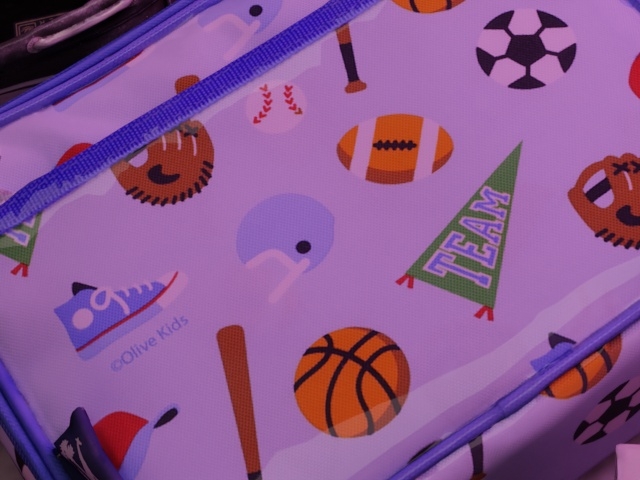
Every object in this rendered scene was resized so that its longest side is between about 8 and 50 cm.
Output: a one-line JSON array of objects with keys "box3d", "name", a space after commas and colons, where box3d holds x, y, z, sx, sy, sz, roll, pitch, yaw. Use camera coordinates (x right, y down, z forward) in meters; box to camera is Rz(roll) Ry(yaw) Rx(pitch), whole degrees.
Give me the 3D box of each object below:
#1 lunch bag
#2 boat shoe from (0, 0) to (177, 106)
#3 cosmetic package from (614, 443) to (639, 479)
[{"box3d": [0.000, 0.000, 0.690, 0.303, 0.115, 0.243, -31, 63, -10], "name": "lunch bag"}, {"box3d": [-0.164, -0.088, 0.770, 0.219, 0.070, 0.078, -15, 64, -1], "name": "boat shoe"}, {"box3d": [0.235, 0.148, 0.572, 0.296, 0.153, 0.129, 1, 63, 5], "name": "cosmetic package"}]
